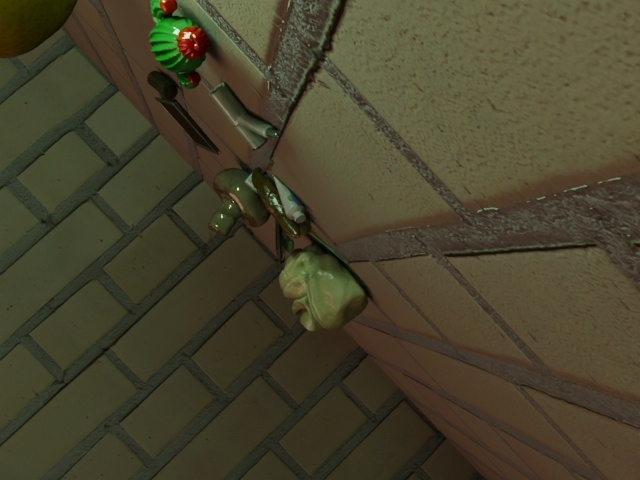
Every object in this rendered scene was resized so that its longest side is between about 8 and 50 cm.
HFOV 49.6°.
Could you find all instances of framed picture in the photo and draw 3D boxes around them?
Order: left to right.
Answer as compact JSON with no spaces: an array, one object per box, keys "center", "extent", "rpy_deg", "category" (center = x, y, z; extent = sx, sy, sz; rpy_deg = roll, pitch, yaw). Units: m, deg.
[{"center":[-0.459,-0.401,2.380],"extent":[0.232,0.019,0.296],"rpy_deg":[50,171,-27],"category":"framed picture"}]

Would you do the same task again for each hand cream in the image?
[{"center":[-0.135,-0.127,1.962],"extent":[0.174,0.047,0.076],"rpy_deg":[39,172,-9],"category":"hand cream"},{"center":[-0.079,-0.103,1.786],"extent":[0.142,0.053,0.084],"rpy_deg":[60,-179,34],"category":"hand cream"}]

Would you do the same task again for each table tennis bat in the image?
[{"center":[-0.113,-0.005,2.111],"extent":[0.301,0.023,0.173],"rpy_deg":[-136,46,-75],"category":"table tennis bat"}]

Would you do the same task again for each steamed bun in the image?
[{"center":[-0.016,0.146,2.090],"extent":[0.289,0.203,0.276],"rpy_deg":[45,171,21],"category":"steamed bun"}]

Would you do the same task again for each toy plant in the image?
[{"center":[-0.253,-0.360,1.228],"extent":[0.154,0.088,0.240],"rpy_deg":[61,165,2],"category":"toy plant"}]

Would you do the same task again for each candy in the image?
[{"center":[0.000,0.000,1.884],"extent":[0.202,0.061,0.061],"rpy_deg":[40,174,-12],"category":"candy"}]

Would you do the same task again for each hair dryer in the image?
[{"center":[-0.138,-0.245,1.394],"extent":[0.155,0.044,0.183],"rpy_deg":[49,167,-28],"category":"hair dryer"}]

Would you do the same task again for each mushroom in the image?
[{"center":[-0.253,-0.112,2.132],"extent":[0.206,0.209,0.206],"rpy_deg":[30,-165,-9],"category":"mushroom"}]

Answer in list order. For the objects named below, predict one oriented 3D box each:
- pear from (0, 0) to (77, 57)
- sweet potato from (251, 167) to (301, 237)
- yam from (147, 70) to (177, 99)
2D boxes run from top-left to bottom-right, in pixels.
[{"center":[-0.612,-0.546,1.242],"extent":[0.362,0.363,0.418],"rpy_deg":[38,142,48],"category":"pear"},{"center":[-0.117,-0.097,1.853],"extent":[0.273,0.067,0.067],"rpy_deg":[55,177,28],"category":"sweet potato"},{"center":[-0.453,-0.447,1.984],"extent":[0.132,0.054,0.054],"rpy_deg":[40,170,46],"category":"yam"}]
